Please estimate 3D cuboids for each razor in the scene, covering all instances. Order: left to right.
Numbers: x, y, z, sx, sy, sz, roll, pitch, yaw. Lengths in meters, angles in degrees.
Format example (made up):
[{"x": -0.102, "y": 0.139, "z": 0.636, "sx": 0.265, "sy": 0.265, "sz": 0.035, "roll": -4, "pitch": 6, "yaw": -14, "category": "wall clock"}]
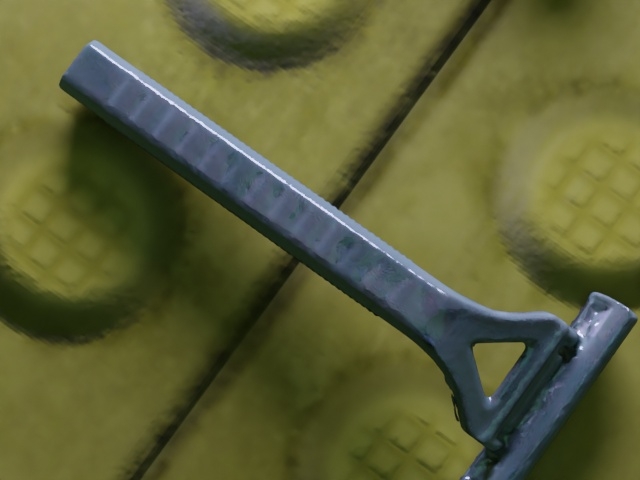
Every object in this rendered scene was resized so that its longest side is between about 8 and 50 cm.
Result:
[{"x": -0.002, "y": -0.002, "z": 0.670, "sx": 0.278, "sy": 0.056, "sz": 0.111, "roll": 36, "pitch": 87, "yaw": 5, "category": "razor"}]
